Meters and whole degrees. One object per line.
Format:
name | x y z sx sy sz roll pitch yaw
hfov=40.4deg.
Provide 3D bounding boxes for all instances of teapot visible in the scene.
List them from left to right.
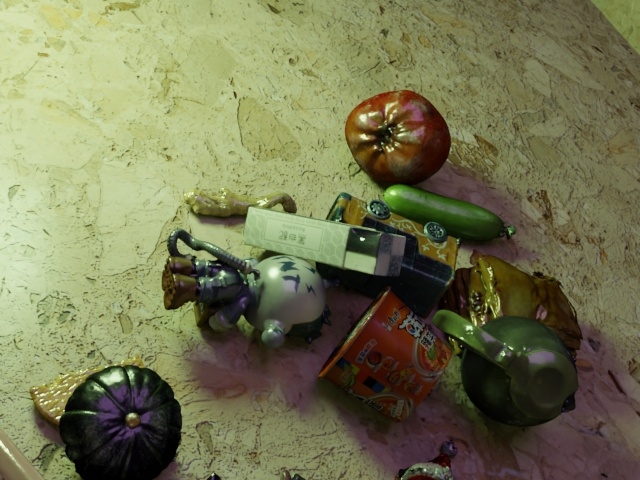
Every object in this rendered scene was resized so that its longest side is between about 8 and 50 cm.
teapot | 0.423 0.253 1.858 0.239 0.239 0.322 -29 93 -6

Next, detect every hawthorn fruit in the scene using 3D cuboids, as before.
hawthorn fruit | 0.212 -0.271 2.347 0.284 0.284 0.284 13 45 -13

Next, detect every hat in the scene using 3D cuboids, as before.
hat | 0.228 0.471 1.762 0.140 0.129 0.227 10 22 17

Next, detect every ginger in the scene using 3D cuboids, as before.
ginger | -0.193 -0.094 2.131 0.288 0.075 0.089 -1 44 -20

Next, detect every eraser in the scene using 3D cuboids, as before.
eraser | 0.000 0.000 1.937 0.403 0.096 0.098 13 4 42

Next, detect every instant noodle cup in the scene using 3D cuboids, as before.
instant noodle cup | 0.143 0.248 1.835 0.192 0.250 0.250 38 44 1

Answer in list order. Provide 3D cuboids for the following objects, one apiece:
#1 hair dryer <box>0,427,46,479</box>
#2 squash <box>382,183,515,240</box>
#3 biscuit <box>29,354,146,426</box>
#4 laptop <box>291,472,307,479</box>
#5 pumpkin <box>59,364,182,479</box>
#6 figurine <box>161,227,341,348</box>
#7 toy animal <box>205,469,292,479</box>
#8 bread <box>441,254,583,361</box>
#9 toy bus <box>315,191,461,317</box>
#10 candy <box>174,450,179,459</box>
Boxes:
hair dryer | -0.497 0.444 1.454 0.352 0.125 0.210 37 45 27
squash | 0.343 -0.066 2.317 0.378 0.101 0.101 16 44 -12
biscuit | -0.426 0.302 1.662 0.224 0.033 0.144 -17 61 -35
laptop | -0.004 0.546 1.620 0.207 0.026 0.154 34 44 9
pumpkin | -0.354 0.332 1.552 0.220 0.162 0.221 10 67 -25
figurine | -0.147 0.122 1.859 0.381 0.186 0.261 6 52 -25
toy animal | -0.090 0.544 1.528 0.195 0.090 0.324 -31 67 -8
bread | 0.467 0.171 2.093 0.324 0.167 0.278 9 45 -15
toy bus | 0.158 0.035 2.093 0.323 0.162 0.194 22 46 -6
candy | -0.299 0.382 1.651 0.083 0.020 0.030 40 48 13
